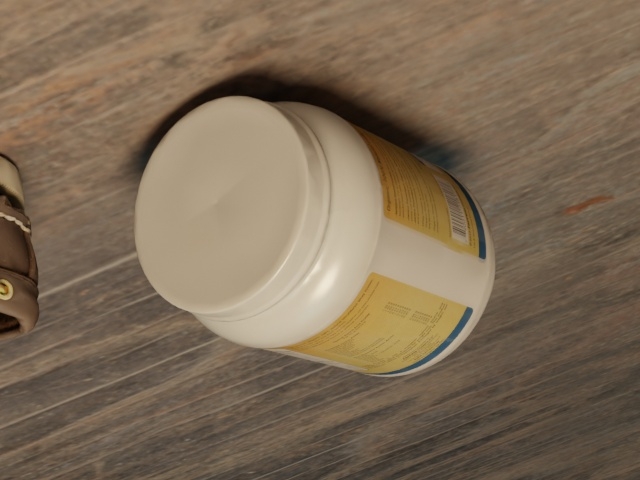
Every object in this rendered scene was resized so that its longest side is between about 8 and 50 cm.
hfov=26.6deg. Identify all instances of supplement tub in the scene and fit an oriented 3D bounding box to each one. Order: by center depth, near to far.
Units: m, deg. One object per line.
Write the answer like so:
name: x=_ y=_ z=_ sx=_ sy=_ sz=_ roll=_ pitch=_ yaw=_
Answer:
supplement tub: x=0.000 y=0.000 z=0.811 sx=0.144 sy=0.144 sz=0.200 roll=-31 pitch=152 yaw=25

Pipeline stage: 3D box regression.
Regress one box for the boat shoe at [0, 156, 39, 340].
boat shoe: x=-0.308 y=0.019 z=0.700 sx=0.324 sy=0.096 sz=0.116 roll=-4 pitch=152 yaw=-27
